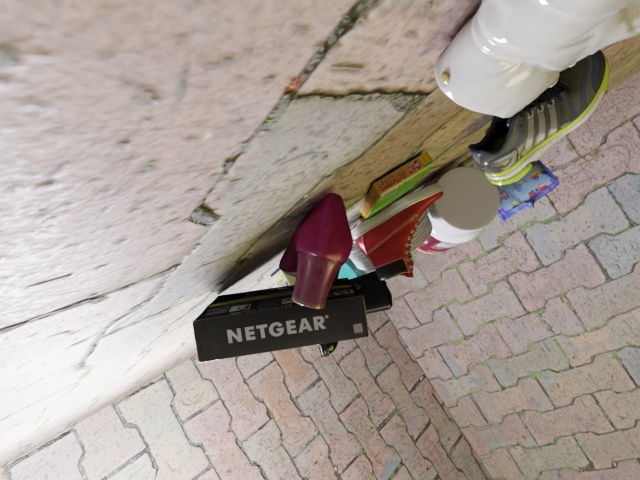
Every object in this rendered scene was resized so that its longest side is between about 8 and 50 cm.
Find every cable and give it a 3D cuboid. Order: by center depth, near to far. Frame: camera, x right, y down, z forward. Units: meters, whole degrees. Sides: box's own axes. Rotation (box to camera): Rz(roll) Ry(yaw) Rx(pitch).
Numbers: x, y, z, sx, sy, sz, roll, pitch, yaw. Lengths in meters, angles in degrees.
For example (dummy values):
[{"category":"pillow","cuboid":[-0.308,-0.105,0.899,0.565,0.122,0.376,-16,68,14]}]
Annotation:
[{"category":"cable","cuboid":[0.189,-0.016,1.192,0.257,0.089,0.257,-44,-163,-31]}]

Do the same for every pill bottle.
[{"category":"pill bottle","cuboid":[0.404,-0.087,1.351,0.224,0.224,0.392,-32,173,-5]}]

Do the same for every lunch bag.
[{"category":"lunch bag","cuboid":[0.716,-0.216,1.558,0.221,0.138,0.293,-35,-145,18]}]

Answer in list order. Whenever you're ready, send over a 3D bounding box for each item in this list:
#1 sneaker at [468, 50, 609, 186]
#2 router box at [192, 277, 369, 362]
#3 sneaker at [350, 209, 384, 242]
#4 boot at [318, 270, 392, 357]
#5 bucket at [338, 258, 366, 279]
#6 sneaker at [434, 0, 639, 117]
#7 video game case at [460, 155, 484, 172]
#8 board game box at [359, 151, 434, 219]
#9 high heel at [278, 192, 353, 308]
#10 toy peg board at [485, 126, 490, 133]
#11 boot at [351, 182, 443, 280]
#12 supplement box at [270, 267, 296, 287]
[{"category":"sneaker","cuboid":[0.421,-0.245,0.820,0.121,0.111,0.300,25,114,-31]},{"category":"router box","cuboid":[-0.075,0.149,0.854,0.309,0.081,0.243,-8,-177,-2]},{"category":"sneaker","cuboid":[0.119,-0.047,1.117,0.158,0.065,0.061,-25,-151,32]},{"category":"boot","cuboid":[0.081,0.170,1.048,0.207,0.094,0.246,-11,-150,0]},{"category":"bucket","cuboid":[0.028,0.178,1.415,0.281,0.281,0.183,-33,170,7]},{"category":"sneaker","cuboid":[0.238,-0.207,0.389,0.293,0.108,0.169,-18,169,-23]},{"category":"video game case","cuboid":[0.559,-0.235,1.442,0.193,0.023,0.212,-31,144,-8]},{"category":"board game box","cuboid":[0.156,-0.108,0.915,0.124,0.039,0.259,-31,171,-5]},{"category":"high heel","cuboid":[0.000,0.000,0.811,0.377,0.127,0.181,-137,-118,-79]},{"category":"toy peg board","cuboid":[0.494,-0.289,0.965,0.161,0.079,0.160,-32,172,-3]},{"category":"boot","cuboid":[0.218,-0.013,1.010,0.244,0.176,0.088,-34,173,8]},{"category":"supplement box","cuboid":[-0.076,0.105,1.157,0.083,0.083,0.056,-25,169,-45]}]
